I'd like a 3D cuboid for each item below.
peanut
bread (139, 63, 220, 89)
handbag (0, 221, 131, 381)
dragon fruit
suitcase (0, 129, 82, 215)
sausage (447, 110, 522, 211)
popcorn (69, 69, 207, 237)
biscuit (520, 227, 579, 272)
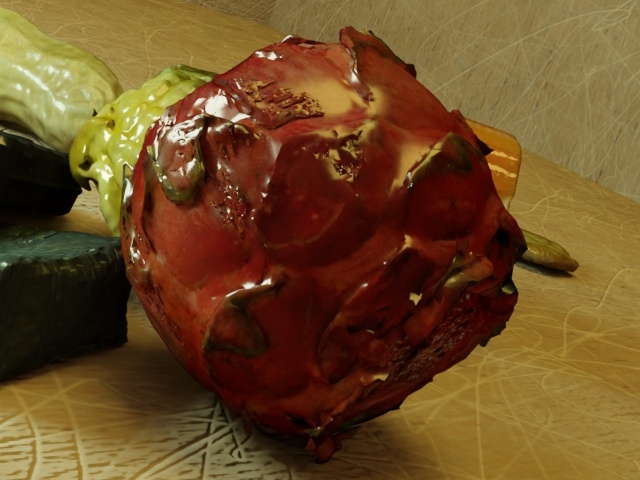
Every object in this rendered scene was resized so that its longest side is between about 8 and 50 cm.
[{"bbox_3d":[-0.360,-0.197,1.452,0.313,0.149,0.149,30,16,18],"label":"peanut"},{"bbox_3d":[-0.137,-0.178,1.704,0.152,0.130,0.267,21,11,42],"label":"bread"},{"bbox_3d":[-0.252,0.028,0.875,0.175,0.089,0.270,16,12,19],"label":"handbag"},{"bbox_3d":[0.000,0.000,0.865,0.302,0.295,0.295,59,16,-2],"label":"dragon fruit"},{"bbox_3d":[-0.341,-0.086,1.063,0.206,0.066,0.285,21,0,1],"label":"suitcase"},{"bbox_3d":[0.060,-0.061,1.333,0.287,0.233,0.233,20,14,0],"label":"sausage"},{"bbox_3d":[-0.116,-0.054,1.110,0.250,0.190,0.250,27,24,-13],"label":"popcorn"},{"bbox_3d":[0.292,-0.011,1.858,0.260,0.041,0.203,26,15,15],"label":"biscuit"}]
